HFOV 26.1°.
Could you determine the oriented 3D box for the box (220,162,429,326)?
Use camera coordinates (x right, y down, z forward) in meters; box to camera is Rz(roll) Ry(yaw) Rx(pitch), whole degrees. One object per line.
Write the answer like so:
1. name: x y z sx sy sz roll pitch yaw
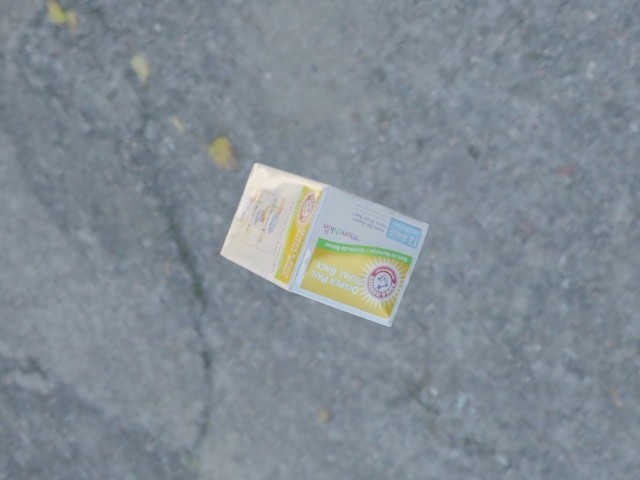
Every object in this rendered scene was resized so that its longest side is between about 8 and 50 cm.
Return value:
1. box: 0.000 0.000 1.323 0.114 0.103 0.203 21 -179 -23
